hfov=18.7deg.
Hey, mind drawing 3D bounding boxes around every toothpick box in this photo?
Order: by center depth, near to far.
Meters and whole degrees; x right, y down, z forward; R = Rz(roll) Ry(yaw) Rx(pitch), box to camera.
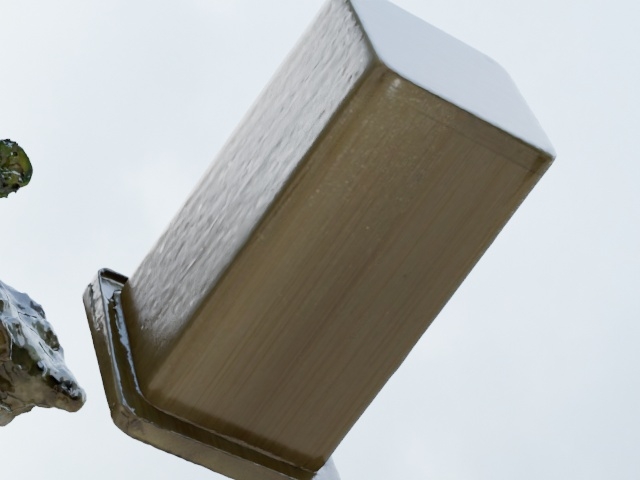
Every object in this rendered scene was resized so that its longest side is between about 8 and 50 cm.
[{"bbox_3d":[0.000,0.000,1.332,0.187,0.190,0.308,26,-68,-25],"label":"toothpick box"}]

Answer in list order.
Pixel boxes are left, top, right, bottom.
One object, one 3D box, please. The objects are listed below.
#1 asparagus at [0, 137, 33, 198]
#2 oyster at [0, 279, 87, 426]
[{"bbox_3d":[-0.239,-0.036,1.161,0.165,0.030,0.036,-5,-24,34],"label":"asparagus"},{"bbox_3d":[-0.353,0.056,1.455,0.361,0.221,0.096,35,-26,1],"label":"oyster"}]
